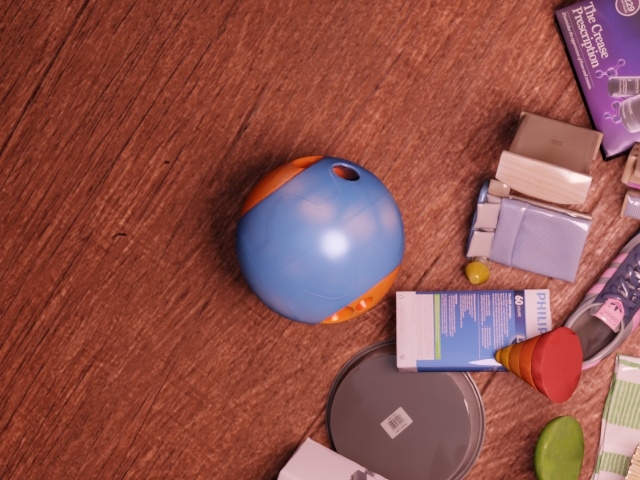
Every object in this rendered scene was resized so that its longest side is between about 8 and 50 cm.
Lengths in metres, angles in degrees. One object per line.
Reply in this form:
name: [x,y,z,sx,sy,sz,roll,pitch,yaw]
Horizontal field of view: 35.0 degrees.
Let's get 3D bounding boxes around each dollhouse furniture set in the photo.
dollhouse furniture set: [0.383,-0.011,1.632,0.286,0.198,0.303,18,121,12]

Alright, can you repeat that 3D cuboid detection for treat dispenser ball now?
treat dispenser ball: [0.000,0.000,1.725,0.288,0.288,0.288,0,90,15]

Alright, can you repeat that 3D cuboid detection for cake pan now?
cake pan: [0.145,0.323,1.808,0.293,0.054,0.293,0,90,15]

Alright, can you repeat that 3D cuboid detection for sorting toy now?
sorting toy: [0.343,0.314,1.645,0.126,0.127,0.365,4,101,43]

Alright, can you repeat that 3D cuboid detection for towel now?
towel: [0.584,0.371,1.701,0.248,0.038,0.325,11,93,14]

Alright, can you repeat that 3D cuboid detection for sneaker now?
sneaker: [0.501,0.092,1.654,0.112,0.131,0.319,36,109,12]

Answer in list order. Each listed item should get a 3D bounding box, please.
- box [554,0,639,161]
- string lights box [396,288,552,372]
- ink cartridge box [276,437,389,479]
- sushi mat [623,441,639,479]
box: [0.519,-0.286,1.688,0.184,0.103,0.261,-20,85,11]
string lights box: [0.261,0.156,1.735,0.259,0.077,0.133,-1,75,7]
ink cartridge box: [0.054,0.524,1.766,0.307,0.129,0.223,25,115,13]
sushi mat: [0.622,0.453,1.624,0.316,0.019,0.151,24,83,0]
